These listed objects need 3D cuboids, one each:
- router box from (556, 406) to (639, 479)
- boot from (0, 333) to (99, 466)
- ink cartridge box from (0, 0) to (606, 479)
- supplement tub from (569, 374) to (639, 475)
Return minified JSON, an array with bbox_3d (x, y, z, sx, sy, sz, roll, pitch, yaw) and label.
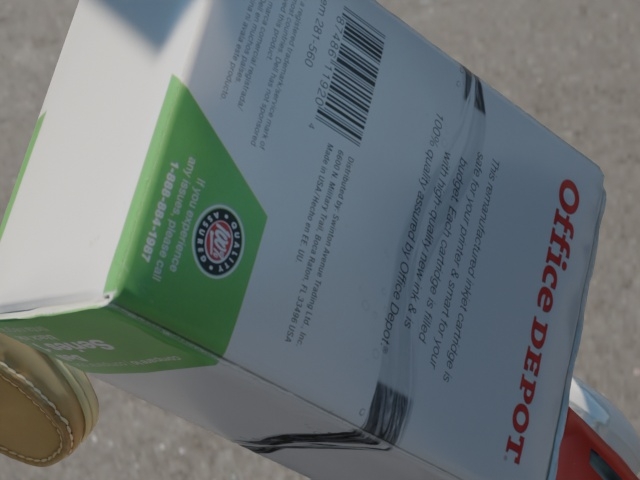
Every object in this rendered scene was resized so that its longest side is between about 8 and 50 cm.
[{"bbox_3d":[-0.012,0.258,0.812,0.335,0.082,0.301,-33,16,43],"label":"router box"},{"bbox_3d":[-0.249,0.083,0.822,0.095,0.262,0.203,-33,24,36],"label":"boot"},{"bbox_3d":[0.000,0.000,0.619,0.092,0.219,0.160,-9,57,47],"label":"ink cartridge box"},{"bbox_3d":[0.101,0.223,1.189,0.191,0.191,0.272,22,72,31],"label":"supplement tub"}]
